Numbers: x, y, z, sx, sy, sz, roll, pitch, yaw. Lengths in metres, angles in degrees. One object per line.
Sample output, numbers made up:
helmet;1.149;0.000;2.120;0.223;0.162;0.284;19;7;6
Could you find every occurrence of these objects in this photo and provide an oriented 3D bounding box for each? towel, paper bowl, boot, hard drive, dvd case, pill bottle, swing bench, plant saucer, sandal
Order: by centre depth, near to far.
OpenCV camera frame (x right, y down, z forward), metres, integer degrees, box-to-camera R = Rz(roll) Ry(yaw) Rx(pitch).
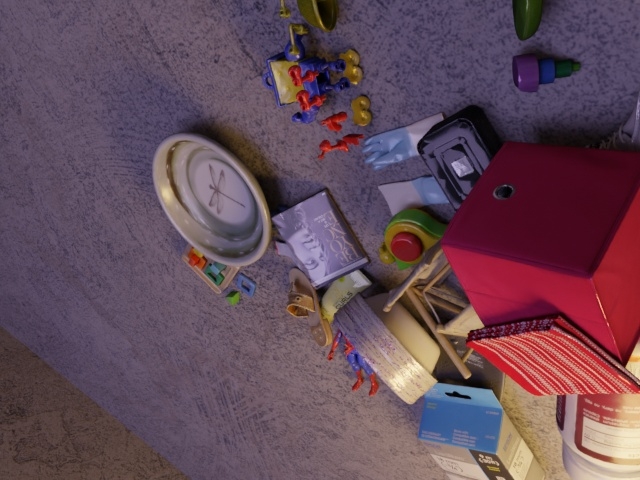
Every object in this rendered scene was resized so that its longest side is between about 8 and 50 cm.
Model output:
boot;0.500;-0.151;1.072;0.123;0.095;0.258;12;133;34
towel;0.393;0.211;1.126;0.199;0.031;0.275;37;159;-7
pill bottle;0.572;0.288;1.238;0.224;0.224;0.392;12;122;33
swing bench;0.302;0.121;1.363;0.255;0.165;0.253;40;151;6
paper bowl;0.174;0.240;1.555;0.284;0.148;0.284;48;180;0
hard drive;0.371;0.316;1.580;0.172;0.054;0.254;18;132;29
dvd case;0.000;0.000;1.617;0.165;0.018;0.221;-26;104;21
sandal;-0.052;0.180;1.737;0.088;0.079;0.240;-48;62;45
plant saucer;-0.274;-0.120;1.739;0.401;0.100;0.400;23;134;26

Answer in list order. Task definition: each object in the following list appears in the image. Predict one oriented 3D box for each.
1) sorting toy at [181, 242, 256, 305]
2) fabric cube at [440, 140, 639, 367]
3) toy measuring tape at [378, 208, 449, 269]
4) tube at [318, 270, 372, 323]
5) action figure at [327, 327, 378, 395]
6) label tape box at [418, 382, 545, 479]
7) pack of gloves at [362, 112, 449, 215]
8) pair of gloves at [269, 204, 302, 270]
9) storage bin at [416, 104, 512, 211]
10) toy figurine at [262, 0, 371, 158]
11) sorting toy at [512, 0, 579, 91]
sorting toy;-0.347;0.066;1.985;0.348;0.047;0.196;44;139;3
fabric cube;0.404;0.014;1.082;0.258;0.254;0.259;15;150;45
toy measuring tape;0.239;-0.036;1.379;0.330;0.121;0.121;-32;98;40
tube;0.048;0.146;1.716;0.070;0.062;0.240;18;136;-19
action figure;0.080;0.328;1.775;0.092;0.139;0.280;7;123;35
label tape box;0.381;0.508;1.627;0.241;0.106;0.333;-6;128;48
pack of gloves;0.195;-0.146;1.373;0.232;0.046;0.195;-12;112;44
pair of gloves;-0.065;0.000;1.719;0.159;0.023;0.198;15;129;31
storage bin;0.286;-0.152;1.249;0.122;0.084;0.180;-26;104;38
toy figurine;-0.061;-0.352;1.327;0.217;0.191;0.362;9;125;41
sorting toy;0.368;-0.409;1.007;0.126;0.127;0.365;-6;125;8
